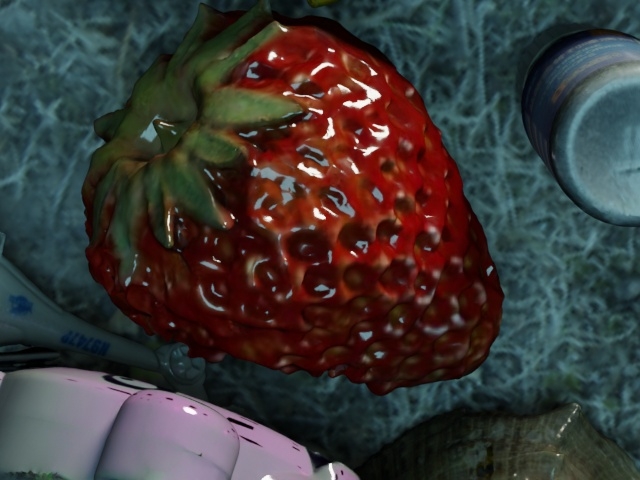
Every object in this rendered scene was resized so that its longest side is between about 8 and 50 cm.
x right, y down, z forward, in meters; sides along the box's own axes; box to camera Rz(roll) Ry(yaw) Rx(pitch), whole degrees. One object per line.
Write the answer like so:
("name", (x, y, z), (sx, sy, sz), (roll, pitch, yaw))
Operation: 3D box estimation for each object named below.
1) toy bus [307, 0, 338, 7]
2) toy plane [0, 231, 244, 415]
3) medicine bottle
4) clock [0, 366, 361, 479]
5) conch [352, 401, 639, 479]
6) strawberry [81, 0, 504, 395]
("toy bus", (0.068, -0.207, 0.976), (0.331, 0.145, 0.151), (-8, 104, 0))
("toy plane", (-0.168, 0.037, 1.046), (0.273, 0.182, 0.107), (11, 72, -6))
("medicine bottle", (0.147, -0.068, 0.986), (0.083, 0.203, 0.083), (0, 103, -1))
("clock", (-0.079, 0.137, 0.986), (0.227, 0.248, 0.090), (5, 67, 34))
("conch", (0.103, 0.186, 1.094), (0.245, 0.163, 0.178), (0, 62, 17))
("strawberry", (0.000, 0.000, 1.018), (0.244, 0.205, 0.205), (37, 101, -32))
